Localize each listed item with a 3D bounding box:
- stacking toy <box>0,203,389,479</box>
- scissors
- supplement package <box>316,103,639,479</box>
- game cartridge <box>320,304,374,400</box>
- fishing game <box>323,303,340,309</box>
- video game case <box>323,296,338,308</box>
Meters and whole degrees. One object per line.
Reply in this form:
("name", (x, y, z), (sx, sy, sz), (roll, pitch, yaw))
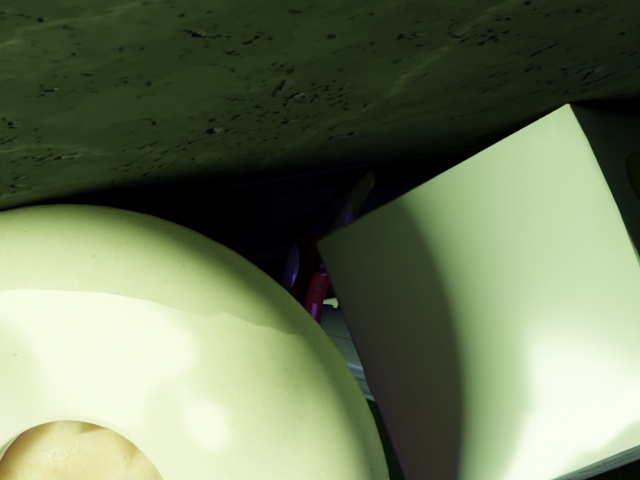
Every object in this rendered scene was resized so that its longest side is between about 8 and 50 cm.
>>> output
("stacking toy", (-0.104, 0.115, 1.009), (0.350, 0.351, 0.480), (-13, -171, 11))
("scissors", (0.000, 0.000, 1.058), (0.021, 0.109, 0.297), (2, 146, -9))
("supplement package", (0.173, 0.048, 0.960), (0.198, 0.199, 0.262), (-29, 165, 31))
("game cartridge", (-0.006, 0.101, 1.373), (0.297, 0.062, 0.198), (15, 163, -12))
("fishing game", (0.108, 0.072, 1.571), (0.264, 0.041, 0.189), (1, -157, 4))
("video game case", (-0.097, 0.111, 1.813), (0.206, 0.026, 0.227), (-8, 172, -29))
